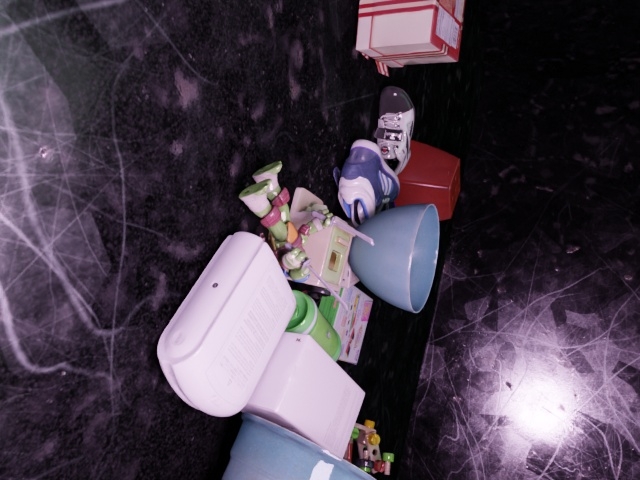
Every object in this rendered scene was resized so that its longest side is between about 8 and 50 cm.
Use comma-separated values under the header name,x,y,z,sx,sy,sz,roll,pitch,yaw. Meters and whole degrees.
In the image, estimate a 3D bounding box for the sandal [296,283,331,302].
name,x,y,z,sx,sy,sz,roll,pitch,yaw
sandal,-0.024,0.138,1.216,0.179,0.067,0.040,170,-65,-74

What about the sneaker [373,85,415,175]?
name,x,y,z,sx,sy,sz,roll,pitch,yaw
sneaker,0.250,-0.354,1.619,0.146,0.122,0.330,-60,148,-40

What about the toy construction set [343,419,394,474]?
name,x,y,z,sx,sy,sz,roll,pitch,yaw
toy construction set,0.100,0.650,1.614,0.309,0.257,0.237,96,2,-63

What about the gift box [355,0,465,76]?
name,x,y,z,sx,sy,sz,roll,pitch,yaw
gift box,0.253,-0.623,1.357,0.276,0.258,0.255,1,98,-57

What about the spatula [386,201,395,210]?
name,x,y,z,sx,sy,sz,roll,pitch,yaw
spatula,0.230,-0.087,1.551,0.296,0.030,0.084,-22,108,-77

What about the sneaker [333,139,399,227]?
name,x,y,z,sx,sy,sz,roll,pitch,yaw
sneaker,0.142,-0.129,1.458,0.323,0.130,0.236,49,53,-57

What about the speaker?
name,x,y,z,sx,sy,sz,roll,pitch,yaw
speaker,-0.033,0.239,1.237,0.131,0.131,0.296,-68,153,-24

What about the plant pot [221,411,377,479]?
name,x,y,z,sx,sy,sz,roll,pitch,yaw
plant pot,-0.092,0.578,0.943,0.334,0.341,0.341,-60,149,-27

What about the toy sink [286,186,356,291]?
name,x,y,z,sx,sy,sz,roll,pitch,yaw
toy sink,0.000,0.000,1.208,0.153,0.131,0.234,28,73,-65

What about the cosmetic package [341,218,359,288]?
name,x,y,z,sx,sy,sz,roll,pitch,yaw
cosmetic package,0.103,0.025,1.463,0.309,0.113,0.160,-21,118,-62

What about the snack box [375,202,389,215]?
name,x,y,z,sx,sy,sz,roll,pitch,yaw
snack box,0.227,-0.020,1.772,0.187,0.060,0.322,-60,149,-37

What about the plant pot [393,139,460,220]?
name,x,y,z,sx,sy,sz,roll,pitch,yaw
plant pot,0.431,-0.224,1.923,0.267,0.236,0.267,-63,150,-34

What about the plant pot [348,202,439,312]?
name,x,y,z,sx,sy,sz,roll,pitch,yaw
plant pot,0.192,0.036,1.293,0.290,0.195,0.290,-28,122,-59

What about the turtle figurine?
name,x,y,z,sx,sy,sz,roll,pitch,yaw
turtle figurine,-0.031,-0.031,0.996,0.198,0.275,0.266,-45,120,-28

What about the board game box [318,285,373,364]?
name,x,y,z,sx,sy,sz,roll,pitch,yaw
board game box,0.075,0.270,1.551,0.316,0.064,0.242,42,61,-62

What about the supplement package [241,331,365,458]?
name,x,y,z,sx,sy,sz,roll,pitch,yaw
supplement package,-0.055,0.355,1.099,0.293,0.175,0.177,54,50,-38

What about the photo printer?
name,x,y,z,sx,sy,sz,roll,pitch,yaw
photo printer,-0.175,0.176,0.930,0.307,0.107,0.256,-63,150,-31
